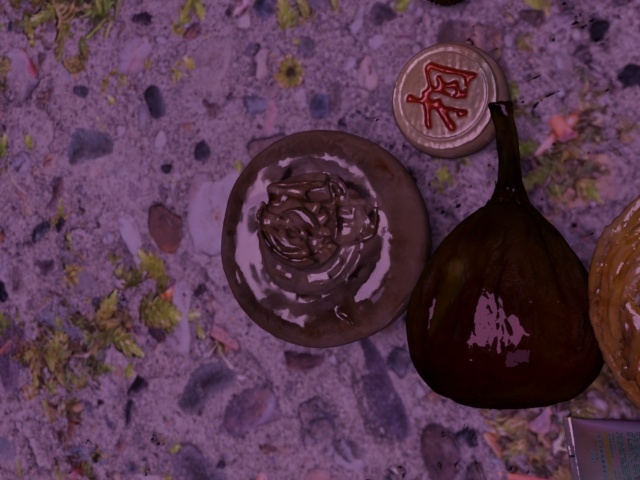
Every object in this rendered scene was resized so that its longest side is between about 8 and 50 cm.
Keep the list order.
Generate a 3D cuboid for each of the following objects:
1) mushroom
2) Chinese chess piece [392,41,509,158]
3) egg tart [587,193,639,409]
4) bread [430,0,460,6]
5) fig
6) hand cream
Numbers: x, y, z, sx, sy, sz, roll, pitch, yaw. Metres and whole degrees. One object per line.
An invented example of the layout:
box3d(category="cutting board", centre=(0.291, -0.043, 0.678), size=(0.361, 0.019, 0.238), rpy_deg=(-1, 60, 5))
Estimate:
box3d(category="mushroom", centre=(0.000, 0.000, 0.877), size=(0.227, 0.178, 0.226), rpy_deg=(1, 94, 15))
box3d(category="Chinese chess piece", centre=(0.135, -0.146, 0.895), size=(0.122, 0.051, 0.122), rpy_deg=(-1, 88, 22))
box3d(category="egg tart", centre=(0.367, 0.038, 0.748), size=(0.297, 0.132, 0.297), rpy_deg=(-1, 97, -5))
box3d(category="bread", centre=(0.134, -0.290, 0.902), size=(0.085, 0.053, 0.085), rpy_deg=(2, 98, 14))
box3d(category="fig", centre=(0.149, 0.023, 0.808), size=(0.191, 0.191, 0.290), rpy_deg=(-22, 83, 20))
box3d(category="hand cream", centre=(0.321, 0.200, 0.811), size=(0.174, 0.047, 0.076), rpy_deg=(-11, 84, 30))
